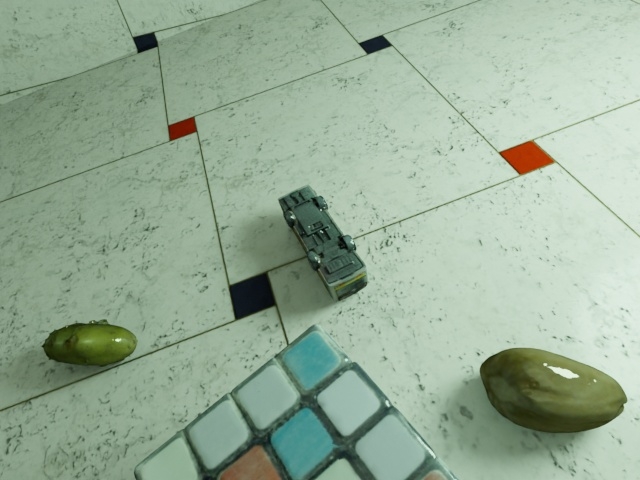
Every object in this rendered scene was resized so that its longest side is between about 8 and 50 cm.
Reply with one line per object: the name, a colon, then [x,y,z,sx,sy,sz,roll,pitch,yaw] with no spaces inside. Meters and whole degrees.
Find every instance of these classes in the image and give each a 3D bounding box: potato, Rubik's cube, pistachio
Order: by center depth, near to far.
Rubik's cube: [-0.004,0.303,0.467,0.259,0.256,0.253,-34,53,-13]
pistachio: [0.321,0.208,0.565,0.186,0.126,0.108,9,99,16]
potato: [-0.439,0.192,0.758,0.188,0.105,0.085,-8,69,23]

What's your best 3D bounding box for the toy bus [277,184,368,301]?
toy bus: [0.000,0.000,0.793,0.092,0.106,0.268,-27,50,-7]
